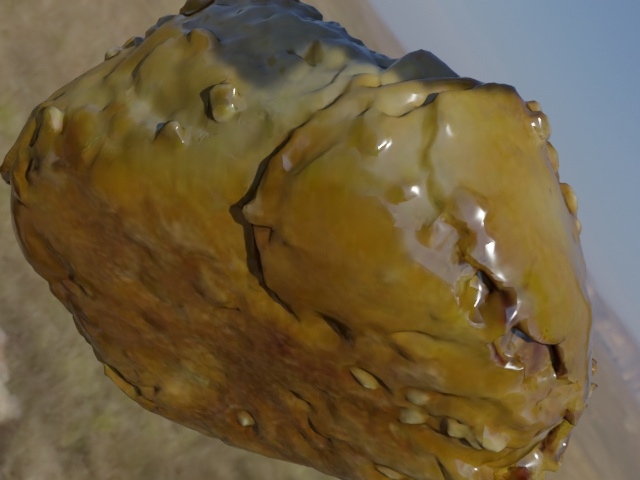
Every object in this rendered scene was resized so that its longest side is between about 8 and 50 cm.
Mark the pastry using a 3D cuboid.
[{"bbox_3d":[0.000,0.000,0.645,0.311,0.162,0.255,19,-43,24],"label":"pastry"}]
